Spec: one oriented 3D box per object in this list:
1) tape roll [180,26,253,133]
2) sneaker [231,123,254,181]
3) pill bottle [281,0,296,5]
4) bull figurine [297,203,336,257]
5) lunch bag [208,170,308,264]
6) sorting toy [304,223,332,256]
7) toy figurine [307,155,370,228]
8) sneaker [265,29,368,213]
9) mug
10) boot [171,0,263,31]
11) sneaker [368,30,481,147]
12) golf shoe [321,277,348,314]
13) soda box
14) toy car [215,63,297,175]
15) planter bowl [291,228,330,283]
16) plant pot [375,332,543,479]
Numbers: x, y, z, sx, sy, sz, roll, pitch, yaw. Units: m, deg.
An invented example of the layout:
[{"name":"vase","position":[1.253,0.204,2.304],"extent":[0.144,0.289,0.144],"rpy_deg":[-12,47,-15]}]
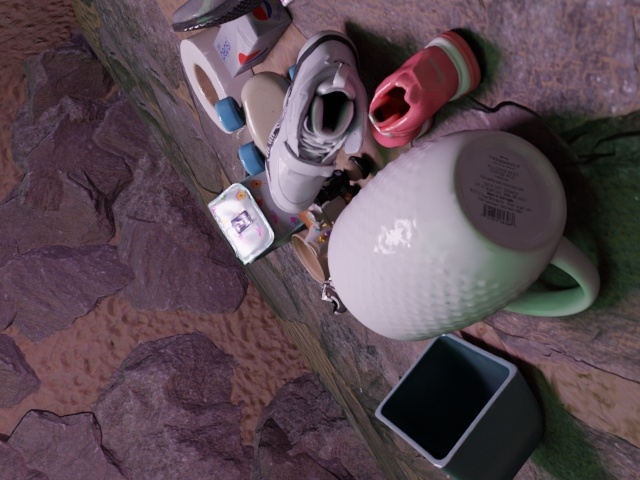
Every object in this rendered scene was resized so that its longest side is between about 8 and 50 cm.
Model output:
[{"name":"tape roll","position":[-0.280,-0.449,1.698],"extent":[0.286,0.100,0.286],"rpy_deg":[49,161,24]},{"name":"sneaker","position":[-0.191,-0.273,1.756],"extent":[0.083,0.118,0.222],"rpy_deg":[47,149,15]},{"name":"pill bottle","position":[-0.071,-0.494,1.145],"extent":[0.083,0.043,0.043],"rpy_deg":[62,162,-11]},{"name":"bull figurine","position":[-0.004,-0.092,1.567],"extent":[0.310,0.101,0.188],"rpy_deg":[51,155,0]},{"name":"lunch bag","position":[-0.170,-0.079,1.766],"extent":[0.223,0.262,0.160],"rpy_deg":[57,163,6]},{"name":"sorting toy","position":[0.000,0.000,1.478],"extent":[0.083,0.075,0.045],"rpy_deg":[46,154,-4]},{"name":"toy figurine","position":[0.081,-0.059,1.338],"extent":[0.213,0.148,0.209],"rpy_deg":[50,167,15]},{"name":"sneaker","position":[-0.016,-0.179,1.093],"extent":[0.210,0.137,0.366],"rpy_deg":[-98,23,-57]},{"name":"mug","position":[0.231,0.011,0.898],"extent":[0.374,0.276,0.328],"rpy_deg":[28,156,-7]},{"name":"boot","position":[-0.179,-0.536,1.108],"extent":[0.338,0.118,0.223],"rpy_deg":[-13,108,34]},{"name":"sneaker","position":[0.119,-0.217,0.953],"extent":[0.116,0.136,0.314],"rpy_deg":[58,163,2]},{"name":"golf shoe","position":[0.033,0.139,1.874],"extent":[0.198,0.094,0.077],"rpy_deg":[58,164,2]},{"name":"soda box","position":[-0.161,-0.466,1.358],"extent":[0.098,0.091,0.286],"rpy_deg":[60,163,-8]},{"name":"toy car","position":[-0.091,-0.293,1.382],"extent":[0.238,0.219,0.210],"rpy_deg":[-87,-28,-68]},{"name":"planter bowl","position":[0.007,0.027,1.719],"extent":[0.162,0.109,0.162],"rpy_deg":[50,161,24]},{"name":"plant pot","position":[0.324,0.393,1.291],"extent":[0.252,0.247,0.248],"rpy_deg":[47,169,-26]}]
